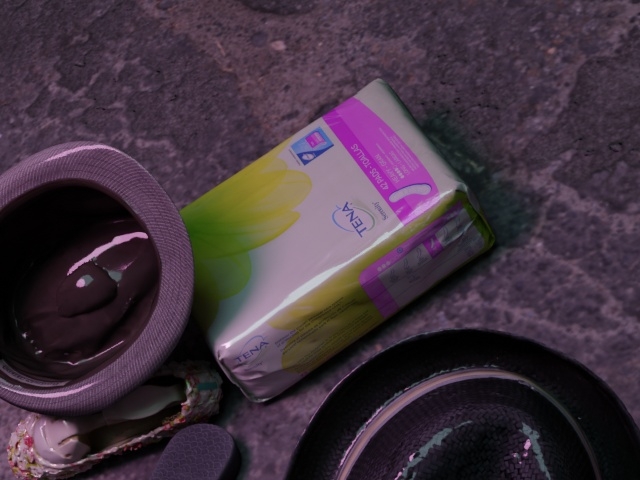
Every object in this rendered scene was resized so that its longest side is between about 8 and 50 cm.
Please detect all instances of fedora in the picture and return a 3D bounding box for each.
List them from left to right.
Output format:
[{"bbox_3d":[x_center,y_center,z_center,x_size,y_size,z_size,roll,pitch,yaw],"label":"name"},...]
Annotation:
[{"bbox_3d":[-0.227,0.039,1.702,0.275,0.124,0.244,-45,79,13],"label":"fedora"},{"bbox_3d":[0.107,0.231,1.326,0.334,0.152,0.334,0,86,5],"label":"fedora"}]

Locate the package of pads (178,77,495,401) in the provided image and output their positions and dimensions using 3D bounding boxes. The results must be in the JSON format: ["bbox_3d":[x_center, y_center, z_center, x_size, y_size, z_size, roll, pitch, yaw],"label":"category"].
[{"bbox_3d":[0.000,0.000,1.740,0.296,0.101,0.229,-34,42,1],"label":"package of pads"}]

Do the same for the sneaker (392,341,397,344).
[{"bbox_3d":[0.121,0.165,1.510,0.090,0.115,0.232,-45,44,-12],"label":"sneaker"}]

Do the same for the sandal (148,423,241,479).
[{"bbox_3d":[-0.151,0.282,1.625,0.097,0.054,0.254,18,54,32],"label":"sandal"}]

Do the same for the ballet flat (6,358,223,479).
[{"bbox_3d":[-0.211,0.171,1.719,0.241,0.077,0.091,-23,79,11],"label":"ballet flat"}]
